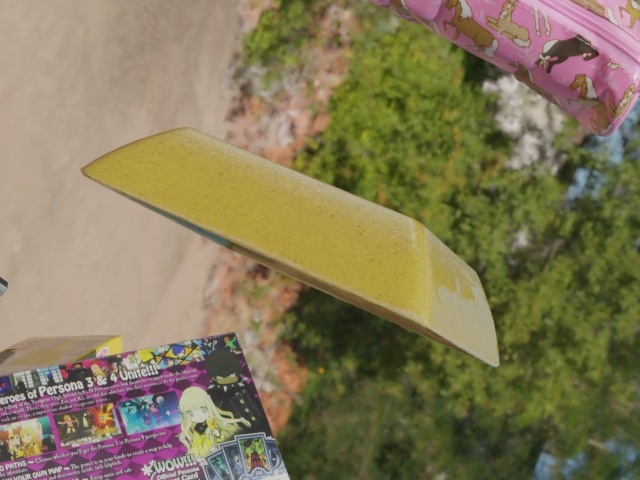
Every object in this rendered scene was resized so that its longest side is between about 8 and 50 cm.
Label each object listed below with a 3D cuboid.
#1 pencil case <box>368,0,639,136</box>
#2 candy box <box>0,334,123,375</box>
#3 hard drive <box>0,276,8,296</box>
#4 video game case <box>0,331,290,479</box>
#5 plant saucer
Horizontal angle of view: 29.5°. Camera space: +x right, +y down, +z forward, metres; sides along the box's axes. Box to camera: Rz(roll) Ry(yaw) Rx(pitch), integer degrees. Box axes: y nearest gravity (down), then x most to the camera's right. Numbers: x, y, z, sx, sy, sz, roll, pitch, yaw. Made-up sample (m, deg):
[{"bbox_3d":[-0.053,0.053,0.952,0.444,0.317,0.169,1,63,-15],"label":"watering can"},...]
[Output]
[{"bbox_3d":[0.200,-0.267,1.343,0.160,0.386,0.167,-59,-179,39],"label":"pencil case"},{"bbox_3d":[-0.271,0.122,1.154,0.206,0.105,0.027,-34,118,-76],"label":"candy box"},{"bbox_3d":[-0.438,0.044,1.378,0.094,0.135,0.022,-41,-148,15],"label":"hard drive"},{"bbox_3d":[-0.138,0.186,0.918,0.042,0.232,0.210,-54,-128,52],"label":"video game case"},{"bbox_3d":[0.000,0.000,1.102,0.081,0.332,0.333,-66,159,-3],"label":"plant saucer"}]
